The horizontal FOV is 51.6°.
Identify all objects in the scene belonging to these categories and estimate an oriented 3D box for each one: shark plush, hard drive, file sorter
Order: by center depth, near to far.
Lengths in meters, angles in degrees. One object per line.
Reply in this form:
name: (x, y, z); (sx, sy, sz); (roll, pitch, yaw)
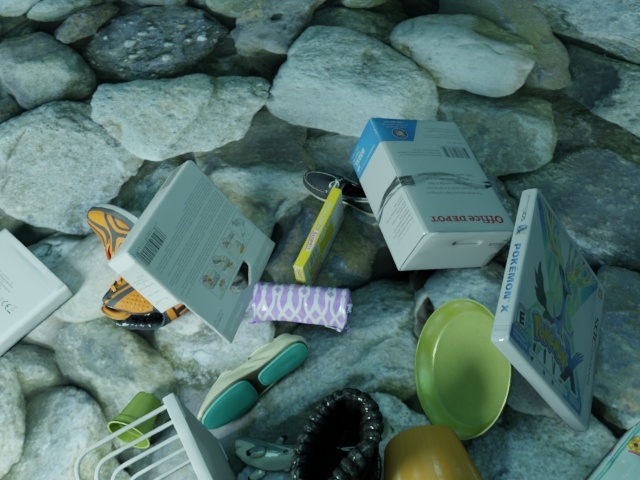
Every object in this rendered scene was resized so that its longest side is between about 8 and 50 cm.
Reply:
file sorter: (-0.226, 0.399, 1.025); (0.173, 0.278, 0.193); (-29, 60, -9)
shark plush: (-0.070, 0.364, 1.168); (0.161, 0.073, 0.067); (-13, 27, 0)
hard drive: (-0.718, 0.157, 1.345); (0.233, 0.047, 0.353); (36, 65, 23)

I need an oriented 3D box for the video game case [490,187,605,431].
video game case: (0.410, 0.124, 1.154); (0.036, 0.329, 0.300); (-10, 48, 42)

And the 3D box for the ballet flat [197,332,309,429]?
ballet flat: (-0.133, 0.255, 1.235); (0.248, 0.086, 0.086); (-33, 61, -18)

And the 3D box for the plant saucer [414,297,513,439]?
plant saucer: (0.253, 0.222, 1.156); (0.037, 0.241, 0.241); (9, 51, -30)

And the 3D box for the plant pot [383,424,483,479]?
plant pot: (0.182, 0.408, 1.051); (0.205, 0.205, 0.188); (-9, 41, -2)

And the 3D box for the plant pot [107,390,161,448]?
plant pot: (-0.329, 0.320, 1.202); (0.083, 0.083, 0.079); (14, 48, 12)

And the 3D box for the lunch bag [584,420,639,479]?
lunch bag: (0.541, 0.431, 1.050); (0.279, 0.108, 0.224); (-38, 63, -19)

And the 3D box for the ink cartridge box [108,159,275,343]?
ink cartridge box: (-0.236, 0.025, 1.291); (0.066, 0.261, 0.296); (-27, 27, 34)

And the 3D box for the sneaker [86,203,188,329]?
sneaker: (-0.400, 0.057, 1.342); (0.321, 0.124, 0.180); (32, 64, 22)

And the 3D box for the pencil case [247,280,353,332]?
pencil case: (-0.035, 0.130, 1.301); (0.206, 0.086, 0.088); (5, 86, 8)

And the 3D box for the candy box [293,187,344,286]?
candy box: (0.000, 0.000, 1.365); (0.027, 0.105, 0.206); (18, 60, 14)

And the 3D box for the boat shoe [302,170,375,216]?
boat shoe: (0.052, -0.119, 1.462); (0.206, 0.065, 0.075); (23, 61, 18)

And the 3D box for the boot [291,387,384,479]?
boot: (0.019, 0.422, 0.998); (0.131, 0.260, 0.348); (5, 57, 8)

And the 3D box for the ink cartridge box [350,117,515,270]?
ink cartridge box: (0.223, -0.098, 1.360); (0.223, 0.129, 0.307); (-1, 53, -27)
